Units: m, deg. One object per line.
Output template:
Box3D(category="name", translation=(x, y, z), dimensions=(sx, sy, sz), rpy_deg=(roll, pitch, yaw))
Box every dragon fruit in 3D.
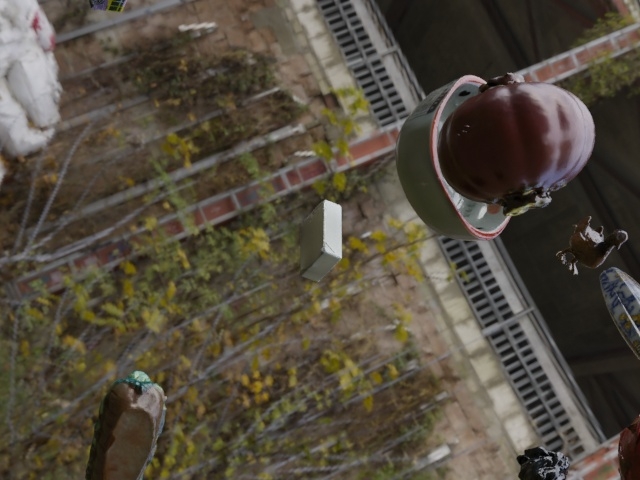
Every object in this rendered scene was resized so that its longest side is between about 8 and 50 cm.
Box3D(category="dragon fruit", translation=(0.755, 0.463, 1.633), dimensions=(0.252, 0.241, 0.241), rpy_deg=(-20, -85, 33))

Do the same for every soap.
Box3D(category="soap", translation=(0.000, 0.000, 1.972), dimensions=(0.121, 0.064, 0.183), rpy_deg=(-46, -149, 41))

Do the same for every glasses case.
Box3D(category="glasses case", translation=(0.489, 0.123, 1.174), dimensions=(0.087, 0.065, 0.248), rpy_deg=(36, 24, -17))

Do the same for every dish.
Box3D(category="dish", translation=(0.207, -0.123, 1.213), dimensions=(0.117, 0.256, 0.256), rpy_deg=(-8, -73, 45))

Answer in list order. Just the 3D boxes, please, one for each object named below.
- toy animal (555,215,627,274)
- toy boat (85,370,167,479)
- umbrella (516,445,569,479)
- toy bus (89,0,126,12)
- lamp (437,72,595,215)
Box3D(category="toy animal", translation=(0.688, -0.003, 1.948), dimensions=(0.089, 0.179, 0.188), rpy_deg=(35, 36, -22))
Box3D(category="toy boat", translation=(-0.333, 0.361, 1.274), dimensions=(0.099, 0.108, 0.293), rpy_deg=(-121, -132, -61))
Box3D(category="umbrella", translation=(0.434, 0.522, 1.497), dimensions=(0.272, 0.110, 0.122), rpy_deg=(-66, 170, -54))
Box3D(category="toy bus", translation=(-0.288, -0.370, 1.075), dimensions=(0.102, 0.058, 0.052), rpy_deg=(-40, -121, 49))
Box3D(category="lamp", translation=(0.126, -0.063, 0.501), dimensions=(0.101, 0.101, 0.090), rpy_deg=(140, -60, -75))
